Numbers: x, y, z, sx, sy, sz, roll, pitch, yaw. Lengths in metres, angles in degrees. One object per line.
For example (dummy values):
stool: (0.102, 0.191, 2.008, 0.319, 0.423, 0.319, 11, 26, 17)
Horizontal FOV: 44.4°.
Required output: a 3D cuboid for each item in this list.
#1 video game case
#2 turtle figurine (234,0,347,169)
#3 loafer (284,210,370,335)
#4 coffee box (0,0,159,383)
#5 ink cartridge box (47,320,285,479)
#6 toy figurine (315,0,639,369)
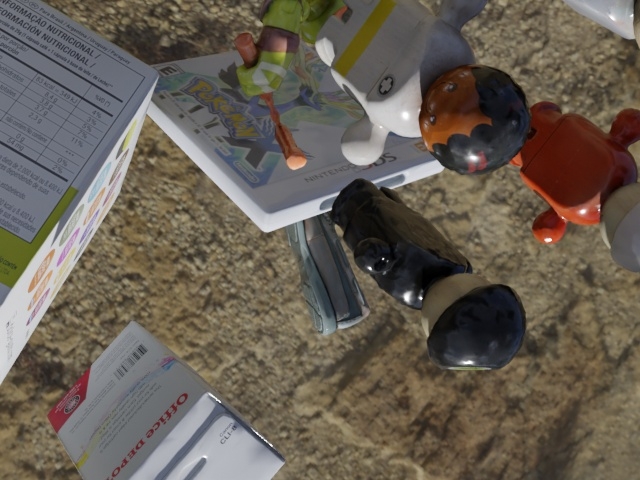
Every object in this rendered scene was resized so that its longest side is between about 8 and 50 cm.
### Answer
video game case: (-0.046, -0.157, 1.029, 0.299, 0.329, 0.036, -20, 140, -36)
turtle figurine: (-0.038, -0.186, 0.484, 0.087, 0.270, 0.217, -25, 128, 30)
loafer: (0.000, 0.000, 1.145, 0.084, 0.096, 0.268, -15, 91, -16)
coffee box: (-0.426, -0.078, 0.870, 0.338, 0.337, 0.334, 30, 62, -9)
ink cartridge box: (-0.148, 0.185, 0.738, 0.128, 0.176, 0.127, -48, 125, -11)
toy figurine: (0.113, -0.053, 0.432, 0.213, 0.148, 0.210, -22, 136, -17)
